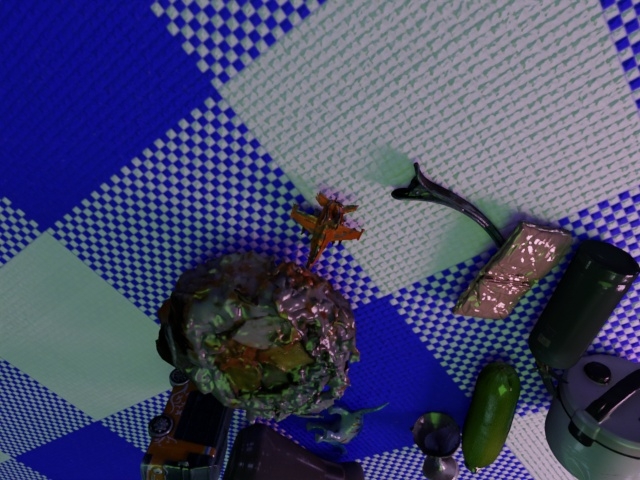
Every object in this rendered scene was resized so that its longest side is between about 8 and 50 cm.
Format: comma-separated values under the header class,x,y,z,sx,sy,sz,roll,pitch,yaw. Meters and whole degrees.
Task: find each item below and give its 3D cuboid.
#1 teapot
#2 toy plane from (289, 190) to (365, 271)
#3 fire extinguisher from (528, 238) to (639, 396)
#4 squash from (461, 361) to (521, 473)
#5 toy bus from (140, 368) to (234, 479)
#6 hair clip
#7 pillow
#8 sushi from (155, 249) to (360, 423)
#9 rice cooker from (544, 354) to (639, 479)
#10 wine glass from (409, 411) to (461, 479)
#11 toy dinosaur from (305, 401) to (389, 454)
class,x,y,z,sx,sy,sz,roll,pitch,yaw
teapot,-0.084,0.655,1.158,0.344,0.253,0.300,21,162,-10
toy plane,0.002,-0.008,0.786,0.135,0.062,0.188,18,139,-5
fire extinguisher,0.464,0.153,0.795,0.095,0.114,0.311,-6,129,-18
squash,0.388,0.419,0.999,0.101,0.101,0.378,3,121,6
toy bus,-0.287,0.419,0.987,0.167,0.275,0.138,9,125,0
hair clip,0.234,-0.049,0.730,0.230,0.039,0.070,27,123,-13
pillow,0.342,0.065,0.782,0.126,0.043,0.232,12,128,-16
sushi,-0.116,0.192,0.865,0.418,0.175,0.417,5,127,6
rice cooker,0.582,0.358,0.858,0.226,0.226,0.244,-1,122,9
wine glass,0.295,0.529,1.085,0.122,0.122,0.182,-5,129,12
toy dinosaur,0.048,0.486,1.109,0.144,0.076,0.329,11,131,-12
